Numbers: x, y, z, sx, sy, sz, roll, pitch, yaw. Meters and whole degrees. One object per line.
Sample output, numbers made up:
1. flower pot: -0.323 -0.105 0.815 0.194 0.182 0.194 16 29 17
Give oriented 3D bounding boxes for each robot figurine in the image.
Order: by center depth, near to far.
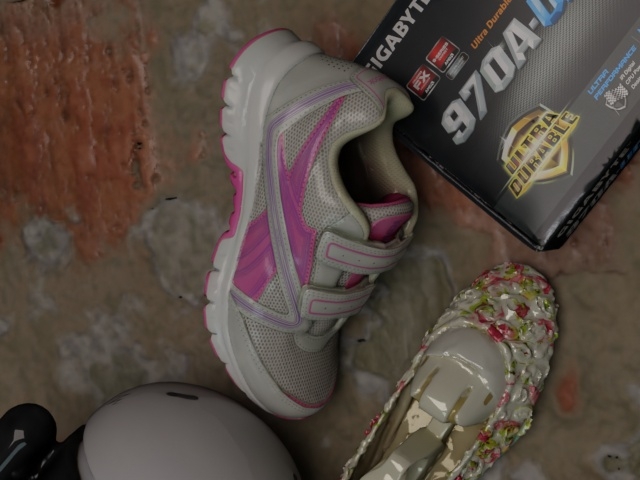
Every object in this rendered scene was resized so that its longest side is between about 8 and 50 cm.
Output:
1. robot figurine: -0.132 0.217 1.100 0.278 0.209 0.173 -49 52 16

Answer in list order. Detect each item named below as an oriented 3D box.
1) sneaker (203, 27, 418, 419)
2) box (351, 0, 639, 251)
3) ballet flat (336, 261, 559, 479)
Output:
1. sneaker: 0.000 0.000 1.052 0.111 0.103 0.252 14 114 31
2. box: 0.142 -0.130 1.044 0.175 0.051 0.220 42 106 17
3. ballet flat: 0.072 0.123 1.063 0.091 0.077 0.241 33 102 19
